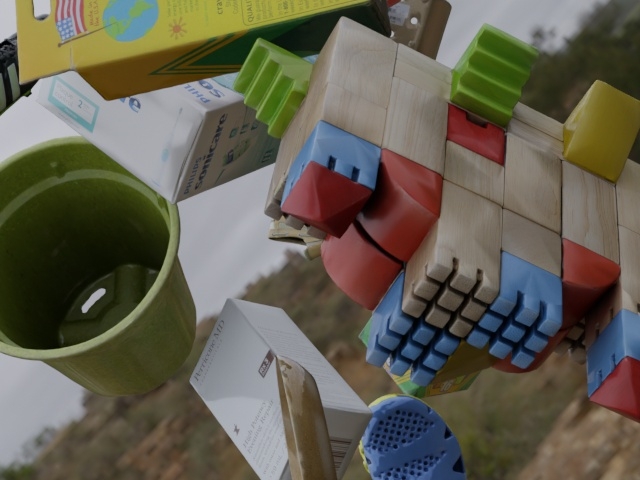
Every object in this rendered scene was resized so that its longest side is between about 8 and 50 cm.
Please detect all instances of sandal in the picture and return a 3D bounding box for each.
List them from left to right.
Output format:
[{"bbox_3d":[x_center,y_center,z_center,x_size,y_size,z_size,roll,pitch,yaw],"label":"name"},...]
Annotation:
[{"bbox_3d":[0.146,0.336,1.884,0.126,0.317,0.138,-26,11,-2],"label":"sandal"}]

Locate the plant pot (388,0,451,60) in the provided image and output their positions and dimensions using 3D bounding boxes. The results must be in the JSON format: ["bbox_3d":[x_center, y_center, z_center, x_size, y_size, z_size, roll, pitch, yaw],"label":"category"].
[{"bbox_3d":[0.094,-0.264,1.855,0.096,0.109,0.109,37,-110,-83],"label":"plant pot"}]

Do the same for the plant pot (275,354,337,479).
[{"bbox_3d":[-0.005,0.214,1.322,0.032,0.236,0.236,-9,-10,-5],"label":"plant pot"}]

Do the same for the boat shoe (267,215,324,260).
[{"bbox_3d":[0.000,0.000,2.336,0.068,0.190,0.072,40,-109,-49],"label":"boat shoe"}]

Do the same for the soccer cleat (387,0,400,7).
[{"bbox_3d":[0.056,-0.302,1.643,0.095,0.083,0.248,-35,19,1],"label":"soccer cleat"}]

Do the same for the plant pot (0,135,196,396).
[{"bbox_3d":[-0.263,0.059,1.771,0.276,0.276,0.254,-46,-27,-12],"label":"plant pot"}]

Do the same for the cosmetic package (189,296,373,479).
[{"bbox_3d":[-0.047,0.168,1.630,0.085,0.231,0.117,14,-72,-36],"label":"cosmetic package"}]

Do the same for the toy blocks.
[{"bbox_3d":[0.107,0.000,1.087,0.190,0.381,0.261,-57,13,36],"label":"toy blocks"}]

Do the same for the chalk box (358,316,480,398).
[{"bbox_3d":[0.179,0.099,2.108,0.132,0.132,0.213,-4,-45,-44],"label":"chalk box"}]

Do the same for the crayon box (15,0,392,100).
[{"bbox_3d":[-0.109,-0.246,1.321,0.319,0.202,0.081,-10,-19,13],"label":"crayon box"}]

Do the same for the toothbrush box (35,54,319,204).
[{"bbox_3d":[-0.131,-0.180,1.695,0.295,0.216,0.126,-27,-33,-52],"label":"toothbrush box"}]

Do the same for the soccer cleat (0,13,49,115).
[{"bbox_3d":[-0.327,-0.161,1.498,0.179,0.060,0.072,-52,-45,-8],"label":"soccer cleat"}]
